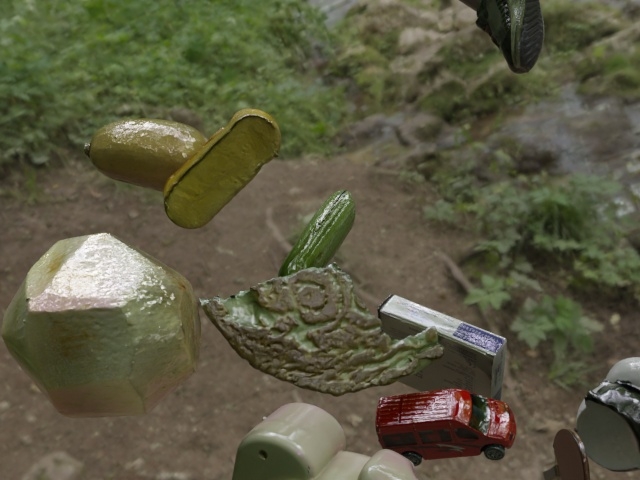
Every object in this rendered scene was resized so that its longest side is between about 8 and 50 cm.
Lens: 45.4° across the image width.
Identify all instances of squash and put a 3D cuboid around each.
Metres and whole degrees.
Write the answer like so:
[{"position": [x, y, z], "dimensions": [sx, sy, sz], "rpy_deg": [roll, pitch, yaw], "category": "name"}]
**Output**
[{"position": [0.000, 0.000, 1.318], "dimensions": [0.069, 0.069, 0.239], "rpy_deg": [-8, 39, 45], "category": "squash"}]

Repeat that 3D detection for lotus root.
[{"position": [-0.314, -0.168, 1.473], "dimensions": [0.303, 0.131, 0.146], "rpy_deg": [11, 40, 10], "category": "lotus root"}]

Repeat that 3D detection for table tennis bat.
[{"position": [0.463, 0.431, 1.450], "dimensions": [0.019, 0.130, 0.220], "rpy_deg": [-4, -26, -4], "category": "table tennis bat"}]

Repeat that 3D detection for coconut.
[{"position": [-0.263, 0.103, 0.931], "dimensions": [0.236, 0.197, 0.237], "rpy_deg": [-3, 44, 3], "category": "coconut"}]

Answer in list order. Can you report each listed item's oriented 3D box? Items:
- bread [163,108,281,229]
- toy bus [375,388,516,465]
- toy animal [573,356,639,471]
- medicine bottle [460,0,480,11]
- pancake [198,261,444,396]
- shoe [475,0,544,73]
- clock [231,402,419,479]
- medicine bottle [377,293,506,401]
[{"position": [-0.169, -0.123, 1.307], "dimensions": [0.245, 0.102, 0.094], "rpy_deg": [-44, 15, 7], "category": "bread"}, {"position": [0.182, 0.266, 1.116], "dimensions": [0.195, 0.089, 0.081], "rpy_deg": [-11, 36, 21], "category": "toy bus"}, {"position": [0.620, 0.332, 1.506], "dimensions": [0.165, 0.187, 0.235], "rpy_deg": [33, 48, 31], "category": "toy animal"}, {"position": [0.344, -0.518, 1.639], "dimensions": [0.199, 0.058, 0.057], "rpy_deg": [14, -14, -41], "category": "medicine bottle"}, {"position": [-0.003, 0.128, 1.145], "dimensions": [0.054, 0.376, 0.197], "rpy_deg": [93, -165, -70], "category": "pancake"}, {"position": [0.339, -0.418, 1.407], "dimensions": [0.112, 0.228, 0.099], "rpy_deg": [1, 7, 43], "category": "shoe"}, {"position": [0.037, 0.349, 0.808], "dimensions": [0.309, 0.284, 0.114], "rpy_deg": [21, 21, 22], "category": "clock"}, {"position": [0.187, 0.188, 1.207], "dimensions": [0.201, 0.171, 0.052], "rpy_deg": [19, 48, 29], "category": "medicine bottle"}]
